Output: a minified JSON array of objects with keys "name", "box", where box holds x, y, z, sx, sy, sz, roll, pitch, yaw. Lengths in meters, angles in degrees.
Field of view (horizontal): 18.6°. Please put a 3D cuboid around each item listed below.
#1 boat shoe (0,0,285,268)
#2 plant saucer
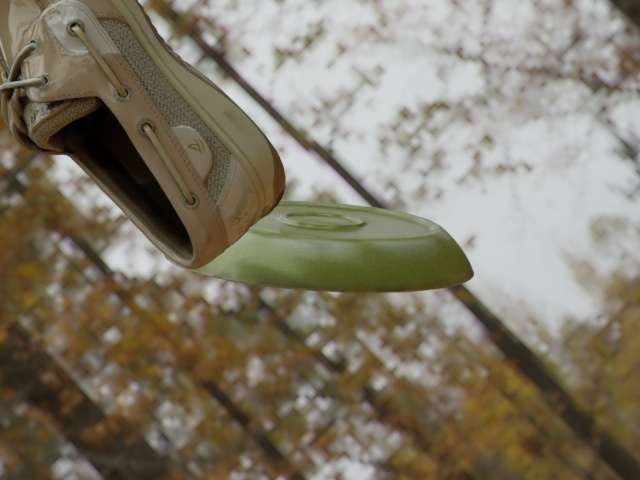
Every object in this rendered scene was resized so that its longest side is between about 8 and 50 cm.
[{"name":"boat shoe","box":[-0.161,-0.105,1.296,0.098,0.302,0.109,-43,-4,-35]},{"name":"plant saucer","box":[0.000,0.000,1.512,0.241,0.241,0.037,-15,-70,-63]}]
